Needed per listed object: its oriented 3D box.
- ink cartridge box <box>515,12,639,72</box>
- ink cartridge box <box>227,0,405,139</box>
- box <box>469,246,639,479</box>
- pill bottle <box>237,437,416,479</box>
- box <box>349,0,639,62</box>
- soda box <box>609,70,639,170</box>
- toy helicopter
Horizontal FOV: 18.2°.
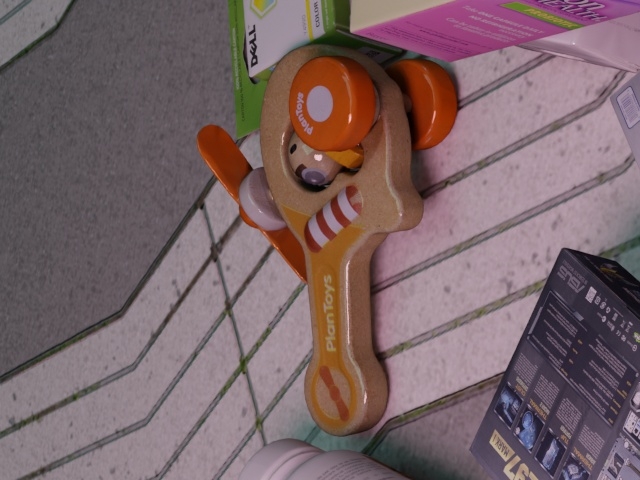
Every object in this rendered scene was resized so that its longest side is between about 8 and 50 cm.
[{"bbox_3d":[0.214,-0.262,1.640,0.160,0.092,0.219,19,95,52],"label":"ink cartridge box"},{"bbox_3d":[-0.041,-0.230,1.942,0.255,0.097,0.189,-26,61,44],"label":"ink cartridge box"},{"bbox_3d":[0.210,0.137,1.430,0.183,0.059,0.233,-67,29,16],"label":"box"},{"bbox_3d":[0.029,0.252,1.704,0.229,0.131,0.131,21,97,51],"label":"pill bottle"},{"bbox_3d":[0.147,-0.274,1.556,0.243,0.117,0.214,-12,72,49],"label":"box"},{"bbox_3d":[0.315,-0.010,1.447,0.091,0.098,0.286,-42,51,34],"label":"soda box"},{"bbox_3d":[0.000,0.000,1.814,0.235,0.140,0.355,-3,91,44],"label":"toy helicopter"}]
